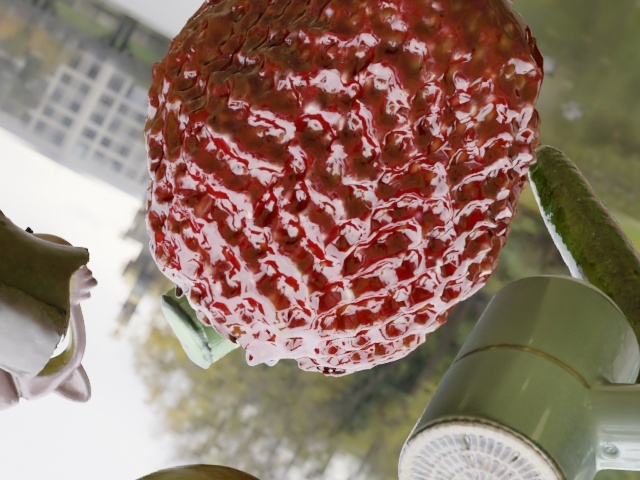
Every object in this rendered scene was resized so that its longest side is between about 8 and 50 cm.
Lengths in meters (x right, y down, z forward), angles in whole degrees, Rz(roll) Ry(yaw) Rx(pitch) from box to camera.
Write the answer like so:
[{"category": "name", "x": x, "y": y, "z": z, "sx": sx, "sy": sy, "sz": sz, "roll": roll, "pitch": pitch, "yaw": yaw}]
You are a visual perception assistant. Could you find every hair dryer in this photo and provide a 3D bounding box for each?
[{"category": "hair dryer", "x": 0.237, "y": 0.104, "z": 0.987, "sx": 0.357, "sy": 0.107, "sz": 0.173, "roll": 1, "pitch": -148, "yaw": 27}]

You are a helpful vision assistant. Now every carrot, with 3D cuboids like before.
[{"category": "carrot", "x": 0.261, "y": 0.027, "z": 1.570, "sx": 0.074, "sy": 0.074, "sz": 0.358, "roll": 27, "pitch": -150, "yaw": -37}]

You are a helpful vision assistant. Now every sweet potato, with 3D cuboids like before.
[{"category": "sweet potato", "x": -0.188, "y": -0.065, "z": 0.785, "sx": 0.112, "sy": 0.285, "sz": 0.085, "roll": -2, "pitch": -154, "yaw": 34}]

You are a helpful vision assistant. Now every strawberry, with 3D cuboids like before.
[{"category": "strawberry", "x": 0.011, "y": -0.092, "z": 1.200, "sx": 0.267, "sy": 0.351, "sz": 0.312, "roll": -13, "pitch": -117, "yaw": -32}]

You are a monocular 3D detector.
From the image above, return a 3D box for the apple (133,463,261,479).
[{"category": "apple", "x": -0.066, "y": 0.168, "z": 0.851, "sx": 0.102, "sy": 0.126, "sz": 0.126, "roll": 4, "pitch": 173, "yaw": 22}]

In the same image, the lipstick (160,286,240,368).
[{"category": "lipstick", "x": 0.000, "y": 0.000, "z": 1.480, "sx": 0.076, "sy": 0.304, "sz": 0.076, "roll": 46, "pitch": 158, "yaw": 25}]

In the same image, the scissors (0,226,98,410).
[{"category": "scissors", "x": -0.250, "y": -0.008, "z": 1.182, "sx": 0.024, "sy": 0.160, "sz": 0.317, "roll": -113, "pitch": 7, "yaw": -63}]
